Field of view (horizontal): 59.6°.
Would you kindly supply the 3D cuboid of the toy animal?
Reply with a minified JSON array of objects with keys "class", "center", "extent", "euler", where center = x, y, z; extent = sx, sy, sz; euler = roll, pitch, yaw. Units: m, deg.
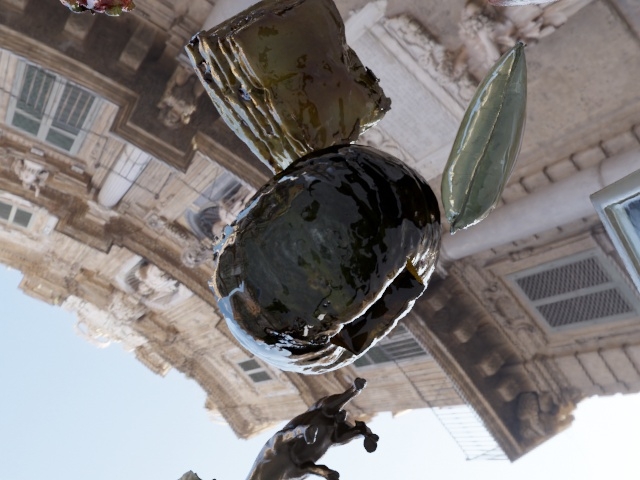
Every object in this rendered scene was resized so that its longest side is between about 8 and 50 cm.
[{"class":"toy animal","center":[-0.041,0.241,0.591],"extent":[0.214,0.186,0.093],"euler":[-26,-94,-47]}]

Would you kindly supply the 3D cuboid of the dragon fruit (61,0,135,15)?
[{"class":"dragon fruit","center":[-0.371,-0.438,0.854],"extent":[0.207,0.150,0.133],"euler":[57,-155,-28]}]

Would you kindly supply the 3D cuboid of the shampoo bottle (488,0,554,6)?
[{"class":"shampoo bottle","center":[0.205,-0.374,0.520],"extent":[0.104,0.104,0.277],"euler":[-16,-73,-38]}]

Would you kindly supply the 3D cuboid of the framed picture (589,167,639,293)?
[{"class":"framed picture","center":[0.295,0.082,0.352],"extent":[0.024,0.232,0.314],"euler":[-25,-100,0]}]

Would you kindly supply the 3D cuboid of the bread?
[{"class":"bread","center":[-0.046,-0.297,1.005],"extent":[0.277,0.167,0.324],"euler":[-39,-85,-21]}]

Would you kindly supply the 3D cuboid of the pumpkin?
[{"class":"pumpkin","center":[0.016,0.029,0.708],"extent":[0.321,0.320,0.192],"euler":[-25,-124,-38]}]

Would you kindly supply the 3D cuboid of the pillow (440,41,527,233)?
[{"class":"pillow","center":[0.190,-0.098,0.647],"extent":[0.302,0.075,0.184],"euler":[-10,-63,-74]}]
